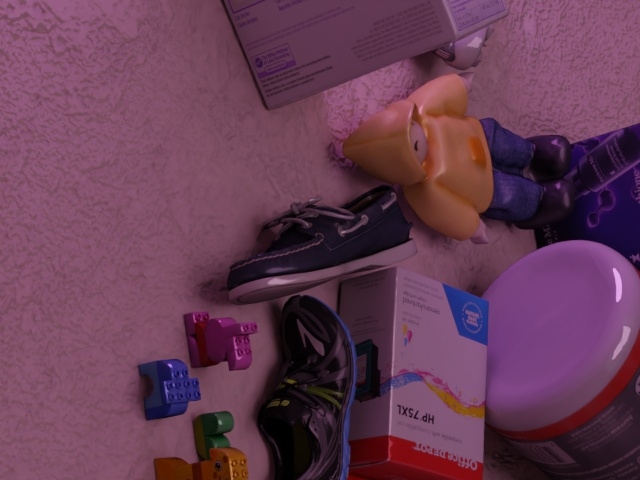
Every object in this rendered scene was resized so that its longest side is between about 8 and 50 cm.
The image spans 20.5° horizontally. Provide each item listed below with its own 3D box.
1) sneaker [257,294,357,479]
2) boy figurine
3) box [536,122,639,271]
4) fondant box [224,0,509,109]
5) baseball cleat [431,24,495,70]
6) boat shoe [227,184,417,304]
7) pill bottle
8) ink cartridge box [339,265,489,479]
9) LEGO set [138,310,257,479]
[{"bbox_3d":[-0.013,0.138,1.549,0.078,0.067,0.188,16,70,-49],"label":"sneaker"},{"bbox_3d":[0.135,-0.089,1.757,0.285,0.092,0.177,15,71,-46],"label":"boy figurine"},{"bbox_3d":[0.334,-0.039,1.861,0.108,0.207,0.153,-5,81,-46],"label":"box"},{"bbox_3d":[-0.002,-0.308,1.568,0.096,0.238,0.330,-31,101,-46],"label":"fondant box"},{"bbox_3d":[0.138,-0.269,1.827,0.109,0.072,0.206,26,45,-16],"label":"baseball cleat"},{"bbox_3d":[0.000,0.000,1.584,0.254,0.095,0.079,-16,92,-49],"label":"boat shoe"},{"bbox_3d":[0.319,0.177,1.777,0.363,0.210,0.210,40,52,-34],"label":"pill bottle"},{"bbox_3d":[0.083,0.155,1.637,0.134,0.078,0.231,20,65,-40],"label":"ink cartridge box"},{"bbox_3d":[-0.083,0.166,1.449,0.087,0.093,0.227,-1,79,-46],"label":"LEGO set"}]
